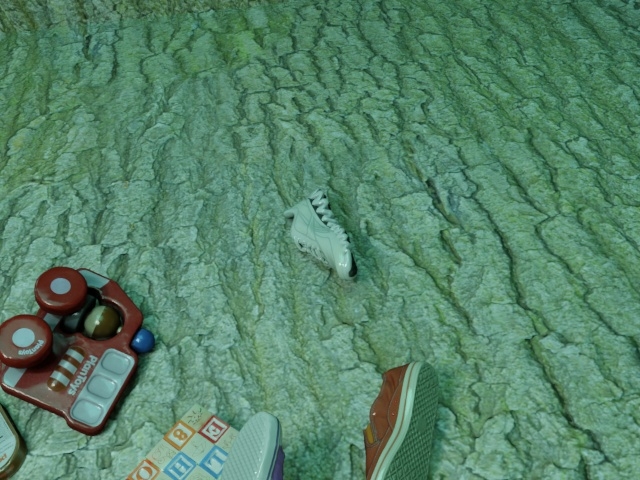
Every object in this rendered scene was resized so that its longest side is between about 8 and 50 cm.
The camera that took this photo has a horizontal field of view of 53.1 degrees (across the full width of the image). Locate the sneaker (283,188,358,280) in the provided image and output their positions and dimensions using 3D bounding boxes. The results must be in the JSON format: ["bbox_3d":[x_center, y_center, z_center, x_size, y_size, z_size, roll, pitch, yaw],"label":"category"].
[{"bbox_3d":[0.000,0.000,1.466,0.118,0.110,0.292,-22,40,-6],"label":"sneaker"}]

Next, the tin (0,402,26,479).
[{"bbox_3d":[-0.626,0.371,1.198,0.106,0.040,0.190,-37,54,-22],"label":"tin"}]

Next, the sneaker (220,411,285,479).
[{"bbox_3d":[-0.076,0.422,1.009,0.102,0.161,0.282,-13,61,51],"label":"sneaker"}]

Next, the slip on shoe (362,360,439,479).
[{"bbox_3d":[0.122,0.360,1.109,0.101,0.123,0.331,-14,42,38],"label":"slip on shoe"}]

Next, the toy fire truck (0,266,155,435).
[{"bbox_3d":[-0.478,0.209,1.278,0.254,0.169,0.302,26,50,-4],"label":"toy fire truck"}]

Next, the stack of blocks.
[{"bbox_3d":[-0.238,0.440,1.061,0.171,0.087,0.297,26,53,26],"label":"stack of blocks"}]
